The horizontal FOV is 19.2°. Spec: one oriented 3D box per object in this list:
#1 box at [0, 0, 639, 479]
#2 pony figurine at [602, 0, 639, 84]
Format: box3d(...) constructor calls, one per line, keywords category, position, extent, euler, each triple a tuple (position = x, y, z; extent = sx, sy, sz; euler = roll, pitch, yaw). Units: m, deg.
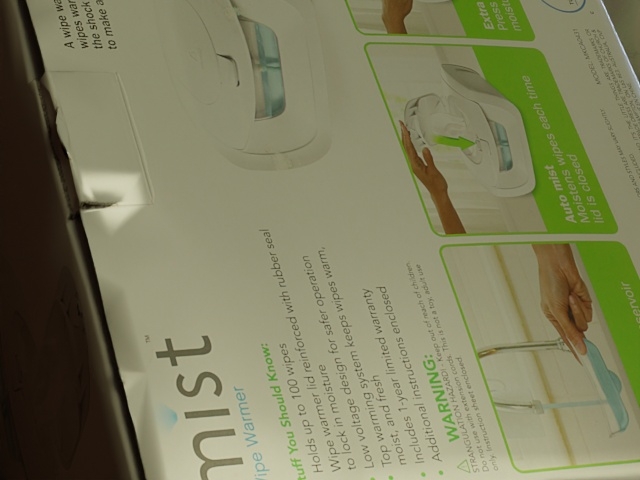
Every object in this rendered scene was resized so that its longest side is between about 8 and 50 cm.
box3d(category="box", position=(0.000, 0.000, 0.644), extent=(0.231, 0.127, 0.262), euler=(-3, 58, -27))
box3d(category="pony figurine", position=(0.083, -0.263, 0.888), extent=(0.303, 0.351, 0.363), euler=(25, 23, -34))
